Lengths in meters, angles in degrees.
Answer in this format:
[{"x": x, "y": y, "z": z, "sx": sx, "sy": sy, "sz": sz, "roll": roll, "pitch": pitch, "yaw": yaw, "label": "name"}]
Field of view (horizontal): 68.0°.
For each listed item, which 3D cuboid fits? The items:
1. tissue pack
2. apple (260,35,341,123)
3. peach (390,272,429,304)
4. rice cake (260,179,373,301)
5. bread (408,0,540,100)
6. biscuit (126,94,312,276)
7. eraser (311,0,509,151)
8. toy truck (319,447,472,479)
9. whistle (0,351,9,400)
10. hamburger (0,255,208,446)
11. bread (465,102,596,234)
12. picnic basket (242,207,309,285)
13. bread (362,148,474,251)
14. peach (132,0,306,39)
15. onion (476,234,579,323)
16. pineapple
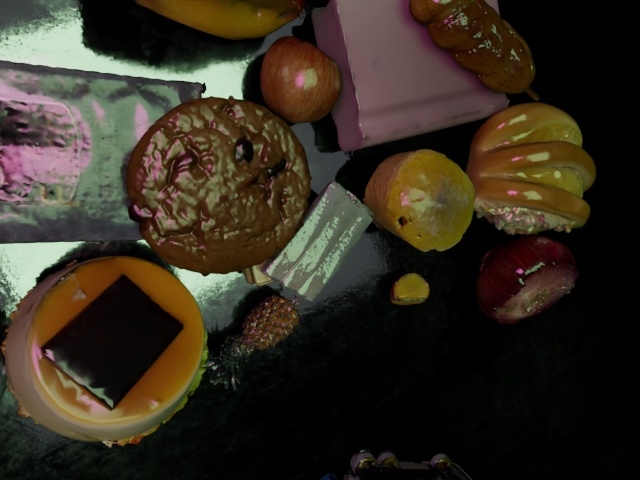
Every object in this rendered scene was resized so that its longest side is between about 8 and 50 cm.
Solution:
[{"x": -0.361, "y": -0.126, "z": 0.722, "sx": 0.361, "sy": 0.122, "sz": 0.259, "roll": 0, "pitch": 101, "yaw": -26, "label": "tissue pack"}, {"x": -0.036, "y": -0.276, "z": 0.831, "sx": 0.146, "sy": 0.146, "sz": 0.131, "roll": 17, "pitch": 111, "yaw": -25, "label": "apple"}, {"x": 0.190, "y": 0.115, "z": 1.035, "sx": 0.083, "sy": 0.050, "sz": 0.077, "roll": -42, "pitch": 88, "yaw": -23, "label": "peach"}, {"x": 0.000, "y": 0.000, "z": 0.854, "sx": 0.124, "sy": 0.038, "sz": 0.211, "roll": 36, "pitch": 81, "yaw": -23, "label": "rice cake"}, {"x": 0.304, "y": -0.364, "z": 0.871, "sx": 0.344, "sy": 0.084, "sz": 0.124, "roll": 30, "pitch": 84, "yaw": -24, "label": "bread"}, {"x": -0.142, "y": -0.081, "z": 0.731, "sx": 0.296, "sy": 0.075, "sz": 0.296, "roll": -7, "pitch": 104, "yaw": -29, "label": "biscuit"}, {"x": 0.187, "y": -0.347, "z": 0.933, "sx": 0.359, "sy": 0.122, "sz": 0.272, "roll": -19, "pitch": 103, "yaw": -21, "label": "eraser"}, {"x": 0.176, "y": 0.578, "z": 1.049, "sx": 0.367, "sy": 0.146, "sz": 0.175, "roll": 11, "pitch": 100, "yaw": -22, "label": "toy truck"}, {"x": -0.566, "y": 0.209, "z": 0.661, "sx": 0.289, "sy": 0.163, "sz": 0.163, "roll": -5, "pitch": 100, "yaw": -24, "label": "whistle"}, {"x": -0.317, "y": 0.164, "z": 0.727, "sx": 0.294, "sy": 0.179, "sz": 0.276, "roll": 43, "pitch": 49, "yaw": -14, "label": "hamburger"}, {"x": 0.463, "y": -0.140, "z": 1.019, "sx": 0.315, "sy": 0.211, "sz": 0.270, "roll": 18, "pitch": 91, "yaw": -37, "label": "bread"}, {"x": -0.074, "y": 0.008, "z": 0.888, "sx": 0.164, "sy": 0.079, "sz": 0.115, "roll": -14, "pitch": 101, "yaw": -22, "label": "picnic basket"}, {"x": 0.194, "y": -0.082, "z": 0.943, "sx": 0.197, "sy": 0.170, "sz": 0.197, "roll": -4, "pitch": 101, "yaw": -25, "label": "bread"}, {"x": -0.160, "y": -0.440, "z": 0.668, "sx": 0.306, "sy": 0.380, "sz": 0.242, "roll": 6, "pitch": 97, "yaw": 2, "label": "peach"}, {"x": 0.464, "y": 0.085, "z": 1.083, "sx": 0.248, "sy": 0.248, "sz": 0.161, "roll": 7, "pitch": 56, "yaw": -24, "label": "onion"}, {"x": -0.121, "y": 0.179, "z": 0.880, "sx": 0.221, "sy": 0.103, "sz": 0.083, "roll": -41, "pitch": 124, "yaw": -14, "label": "pineapple"}]
